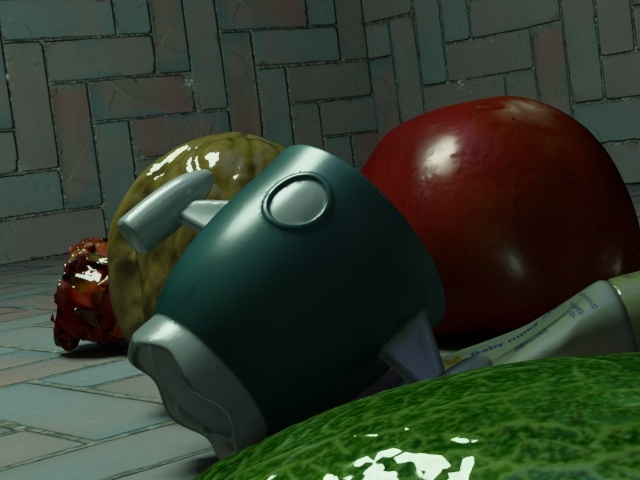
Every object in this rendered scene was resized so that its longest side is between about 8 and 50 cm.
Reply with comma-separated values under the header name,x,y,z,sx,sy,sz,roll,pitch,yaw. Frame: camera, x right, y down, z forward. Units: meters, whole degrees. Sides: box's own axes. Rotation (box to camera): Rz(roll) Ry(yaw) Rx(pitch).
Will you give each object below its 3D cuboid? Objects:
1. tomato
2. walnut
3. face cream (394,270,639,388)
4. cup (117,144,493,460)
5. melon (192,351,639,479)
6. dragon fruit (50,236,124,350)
name,x,y,z,sx,sy,sz,roll,pitch,yaw
tomato,0.161,-0.024,1.224,0.299,0.226,0.298,-10,7,1
walnut,-0.067,0.019,1.048,0.228,0.228,0.228,-7,4,1
face cream,0.165,0.082,0.970,0.224,0.070,0.114,-16,4,2
cup,-0.031,0.051,0.838,0.300,0.167,0.173,34,64,33
melon,0.045,0.104,0.417,0.323,0.124,0.196,-5,-3,10
dragon fruit,-0.228,0.064,1.400,0.208,0.133,0.150,10,10,37
